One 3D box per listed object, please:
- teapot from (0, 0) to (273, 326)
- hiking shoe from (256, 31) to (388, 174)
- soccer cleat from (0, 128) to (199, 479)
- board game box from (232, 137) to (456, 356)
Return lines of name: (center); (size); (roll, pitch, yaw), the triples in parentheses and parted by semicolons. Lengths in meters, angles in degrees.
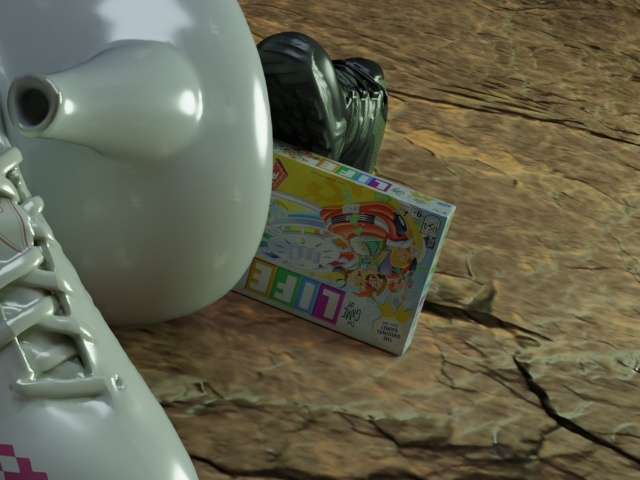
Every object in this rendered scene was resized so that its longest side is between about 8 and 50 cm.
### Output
teapot: (-0.159, -0.059, 0.953); (0.187, 0.256, 0.252); (-11, 45, -29)
hiking shoe: (-0.004, -0.094, 1.144); (0.086, 0.114, 0.227); (18, -23, 14)
soccer cleat: (-0.170, 0.017, 0.771); (0.331, 0.143, 0.116); (42, 33, 11)
board game box: (0.000, 0.000, 1.077); (0.154, 0.103, 0.026); (20, 22, 10)
